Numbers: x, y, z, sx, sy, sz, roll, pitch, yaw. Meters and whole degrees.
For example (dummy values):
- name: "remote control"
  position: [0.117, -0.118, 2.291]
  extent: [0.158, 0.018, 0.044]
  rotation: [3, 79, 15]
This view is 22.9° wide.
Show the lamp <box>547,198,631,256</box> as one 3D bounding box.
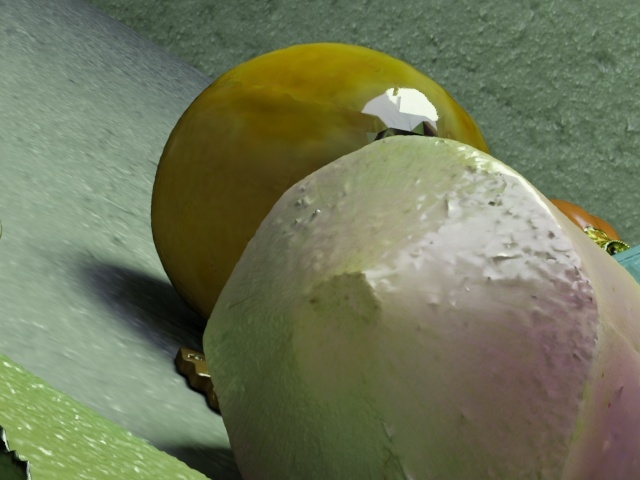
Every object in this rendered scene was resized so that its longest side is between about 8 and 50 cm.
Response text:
- name: "lamp"
  position: [0.233, 0.065, 1.591]
  extent: [0.223, 0.223, 0.196]
  rotation: [26, -36, -30]

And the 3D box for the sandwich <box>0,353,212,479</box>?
- name: "sandwich"
  position: [-0.049, 0.130, 0.603]
  extent: [0.212, 0.063, 0.245]
  rotation: [29, 7, -38]

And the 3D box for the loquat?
- name: "loquat"
  position: [0.005, -0.012, 1.142]
  extent: [0.263, 0.263, 0.263]
  rotation: [29, 7, -4]

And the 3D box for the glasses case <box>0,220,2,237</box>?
- name: "glasses case"
  position: [-0.286, -0.042, 0.748]
  extent: [0.122, 0.082, 0.321]
  rotation: [32, 7, 35]

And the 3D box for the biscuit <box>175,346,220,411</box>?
- name: "biscuit"
  position: [-0.057, 0.092, 0.999]
  extent: [0.092, 0.016, 0.082]
  rotation: [36, 10, 34]

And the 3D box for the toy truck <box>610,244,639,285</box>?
- name: "toy truck"
  position: [0.279, 0.134, 1.255]
  extent: [0.367, 0.146, 0.175]
  rotation: [-127, -165, -68]

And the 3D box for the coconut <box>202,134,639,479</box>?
- name: "coconut"
  position: [0.058, 0.071, 0.848]
  extent: [0.233, 0.233, 0.245]
  rotation: [34, 1, 36]
